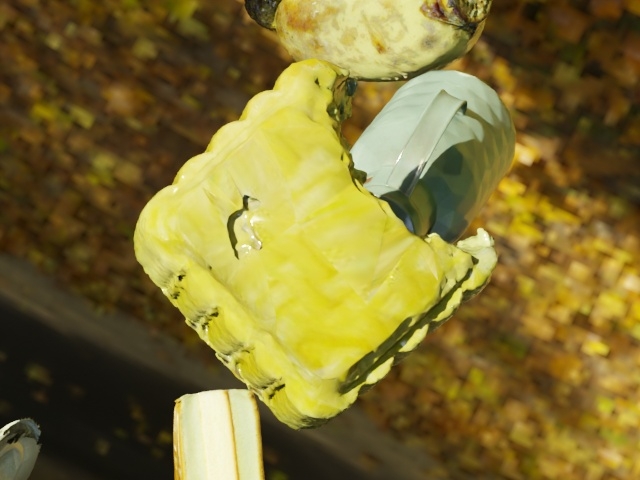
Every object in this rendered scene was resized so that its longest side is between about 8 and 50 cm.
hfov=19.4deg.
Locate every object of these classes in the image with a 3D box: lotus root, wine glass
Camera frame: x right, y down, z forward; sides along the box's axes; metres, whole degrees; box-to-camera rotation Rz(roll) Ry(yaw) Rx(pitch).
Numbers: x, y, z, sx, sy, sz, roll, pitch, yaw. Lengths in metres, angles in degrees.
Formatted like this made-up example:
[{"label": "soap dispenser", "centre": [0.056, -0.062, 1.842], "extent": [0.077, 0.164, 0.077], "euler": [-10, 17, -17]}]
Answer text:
[{"label": "lotus root", "centre": [0.053, -0.263, 2.054], "extent": [0.309, 0.173, 0.173], "euler": [4, 153, 40]}, {"label": "wine glass", "centre": [-0.420, 0.190, 1.965], "extent": [0.241, 0.126, 0.126], "euler": [27, 165, 21]}]

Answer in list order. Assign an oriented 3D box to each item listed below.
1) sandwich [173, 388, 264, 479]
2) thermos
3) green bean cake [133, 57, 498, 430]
[{"label": "sandwich", "centre": [-0.097, 0.207, 1.712], "extent": [0.079, 0.163, 0.113], "euler": [-7, -172, -10]}, {"label": "thermos", "centre": [0.103, -0.073, 1.852], "extent": [0.145, 0.182, 0.286], "euler": [27, -153, 6]}, {"label": "green bean cake", "centre": [0.000, 0.000, 1.484], "extent": [0.236, 0.233, 0.124], "euler": [47, 165, 1]}]
